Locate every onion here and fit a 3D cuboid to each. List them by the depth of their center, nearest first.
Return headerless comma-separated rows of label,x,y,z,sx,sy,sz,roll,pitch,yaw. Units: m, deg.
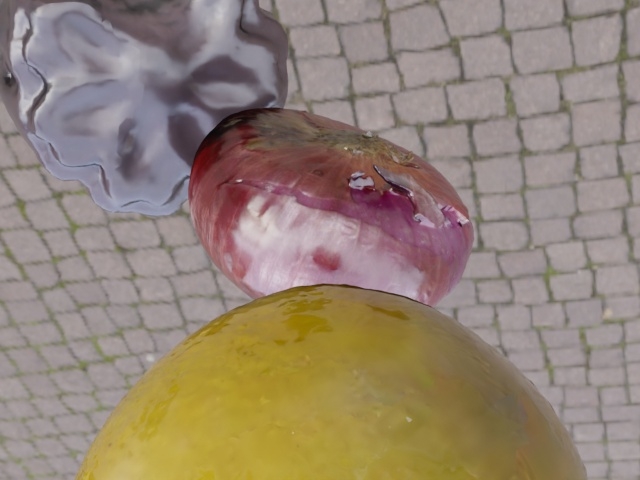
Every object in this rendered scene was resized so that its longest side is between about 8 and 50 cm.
onion,0.000,0.000,1.141,0.348,0.347,0.285,14,115,-6

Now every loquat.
loquat,-0.006,0.190,0.598,0.328,0.328,0.359,41,158,-30

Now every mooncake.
mooncake,-0.228,-0.218,1.304,0.381,0.212,0.350,-20,117,-13
